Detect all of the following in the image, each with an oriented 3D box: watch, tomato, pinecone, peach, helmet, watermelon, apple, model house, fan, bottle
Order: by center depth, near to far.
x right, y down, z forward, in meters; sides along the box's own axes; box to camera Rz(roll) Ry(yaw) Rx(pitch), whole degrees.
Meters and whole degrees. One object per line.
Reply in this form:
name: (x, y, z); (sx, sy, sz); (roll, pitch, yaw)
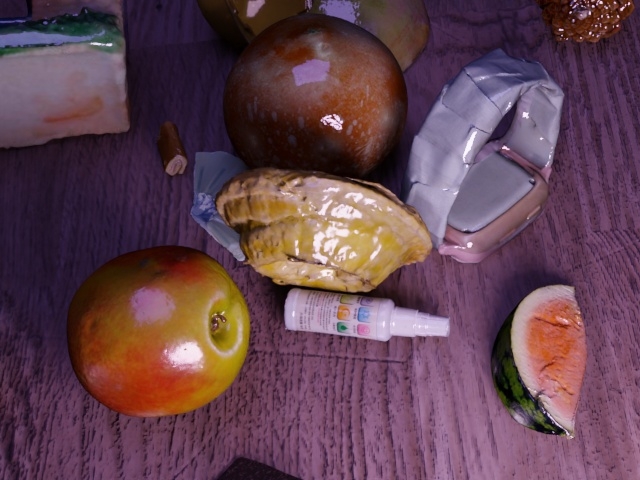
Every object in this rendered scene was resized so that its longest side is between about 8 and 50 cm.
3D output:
peach: (-0.206, 0.113, 1.706); (0.231, 0.231, 0.231); (-4, 49, 5)
watermelon: (0.280, 0.147, 1.711); (0.119, 0.063, 0.245); (14, 45, -4)
bottle: (0.062, 0.102, 1.776); (0.217, 0.060, 0.060); (6, 50, 15)
watch: (0.222, -0.124, 1.829); (0.253, 0.241, 0.162); (-38, 55, -22)
tomato: (-0.009, -0.213, 1.957); (0.270, 0.222, 0.270); (-2, 51, 3)
fan: (-0.130, -0.061, 1.984); (0.131, 0.009, 0.240); (-18, 48, -10)
pinecone: (0.418, -0.392, 2.097); (0.174, 0.173, 0.173); (-4, 49, 5)
model house: (-0.452, -0.321, 2.102); (0.312, 0.245, 0.280); (-6, 55, -5)
apple: (0.080, -0.360, 2.146); (0.193, 0.120, 0.265); (24, 56, 12)
helmet: (-0.127, -0.396, 2.184); (0.140, 0.256, 0.205); (-11, 0, 44)

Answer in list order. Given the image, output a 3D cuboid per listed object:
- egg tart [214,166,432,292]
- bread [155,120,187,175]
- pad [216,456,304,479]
egg tart: (0.000, 0.000, 1.756); (0.290, 0.290, 0.115); (9, 74, 16)
bread: (-0.224, -0.138, 2.043); (0.036, 0.047, 0.083); (5, 44, -28)
pad: (-0.136, 0.384, 1.534); (0.330, 0.004, 0.220); (-44, 31, -26)
